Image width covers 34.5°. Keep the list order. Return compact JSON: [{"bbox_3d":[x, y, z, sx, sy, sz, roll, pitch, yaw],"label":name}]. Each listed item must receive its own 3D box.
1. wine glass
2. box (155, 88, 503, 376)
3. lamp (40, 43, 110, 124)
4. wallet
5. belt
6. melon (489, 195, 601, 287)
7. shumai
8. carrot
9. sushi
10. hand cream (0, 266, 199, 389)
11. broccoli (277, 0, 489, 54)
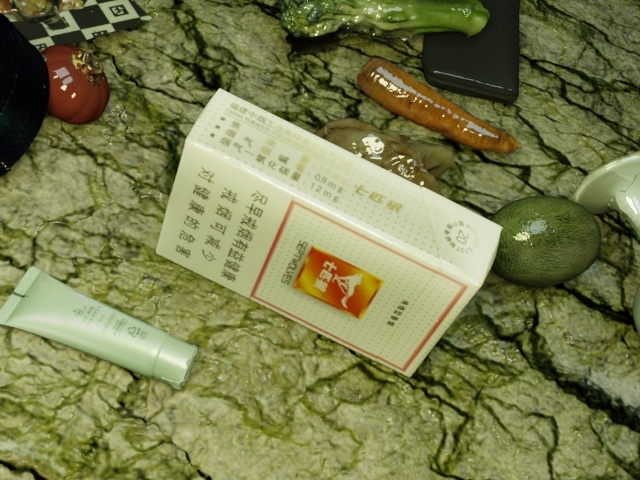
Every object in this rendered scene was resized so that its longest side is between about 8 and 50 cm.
[{"bbox_3d":[0.434,0.046,1.288,0.143,0.143,0.321,-6,61,-23],"label":"wine glass"},{"bbox_3d":[0.000,0.001,1.115,0.330,0.210,0.095,27,52,1],"label":"box"},{"bbox_3d":[-0.296,-0.185,1.219,0.101,0.090,0.101,46,22,-25],"label":"lamp"},{"bbox_3d":[0.225,-0.307,1.528,0.149,0.044,0.250,12,53,-6],"label":"wallet"},{"bbox_3d":[-0.383,-0.163,1.143,0.151,0.078,0.198,-6,64,16],"label":"belt"},{"bbox_3d":[0.270,0.000,1.276,0.167,0.114,0.114,-7,59,-24],"label":"melon"},{"bbox_3d":[0.080,-0.061,1.248,0.206,0.166,0.175,51,27,4],"label":"shumai"},{"bbox_3d":[0.159,-0.174,1.398,0.248,0.059,0.059,28,51,-2],"label":"carrot"},{"bbox_3d":[-0.354,-0.290,1.305,0.210,0.040,0.192,-28,62,-31],"label":"sushi"},{"bbox_3d":[-0.228,0.094,1.070,0.205,0.050,0.078,23,53,3],"label":"hand cream"},{"bbox_3d":[0.090,-0.333,1.431,0.304,0.145,0.164,7,54,-18],"label":"broccoli"}]
